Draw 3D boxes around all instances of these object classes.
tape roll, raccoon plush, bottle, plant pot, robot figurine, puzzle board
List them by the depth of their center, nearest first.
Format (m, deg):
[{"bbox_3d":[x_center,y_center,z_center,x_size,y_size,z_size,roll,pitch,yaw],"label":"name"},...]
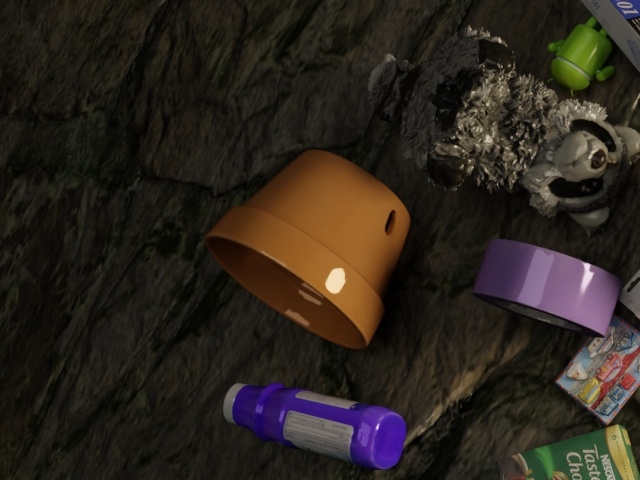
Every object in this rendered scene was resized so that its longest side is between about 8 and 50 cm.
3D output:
[{"bbox_3d":[0.306,0.065,1.503,0.189,0.189,0.080,15,83,33],"label":"tape roll"},{"bbox_3d":[0.397,0.174,1.524,0.096,0.011,0.128,40,96,33],"label":"puzzle board"},{"bbox_3d":[0.385,-0.272,1.632,0.101,0.067,0.115,36,95,22],"label":"robot figurine"},{"bbox_3d":[0.280,-0.183,1.647,0.216,0.299,0.446,-60,23,19],"label":"raccoon plush"},{"bbox_3d":[0.000,0.000,1.666,0.291,0.291,0.203,24,72,33],"label":"plant pot"},{"bbox_3d":[-0.016,0.273,1.670,0.283,0.118,0.092,8,80,31],"label":"bottle"}]

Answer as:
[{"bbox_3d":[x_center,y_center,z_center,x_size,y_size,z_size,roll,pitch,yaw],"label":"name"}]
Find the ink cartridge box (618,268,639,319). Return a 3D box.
[{"bbox_3d":[0.464,0.093,1.498,0.063,0.029,0.115,-50,56,9],"label":"ink cartridge box"}]

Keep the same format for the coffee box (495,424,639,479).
[{"bbox_3d":[0.337,0.326,1.494,0.184,0.040,0.113,-21,66,24],"label":"coffee box"}]

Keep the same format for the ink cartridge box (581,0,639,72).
[{"bbox_3d":[0.468,-0.300,1.574,0.097,0.046,0.207,-16,58,-24],"label":"ink cartridge box"}]
